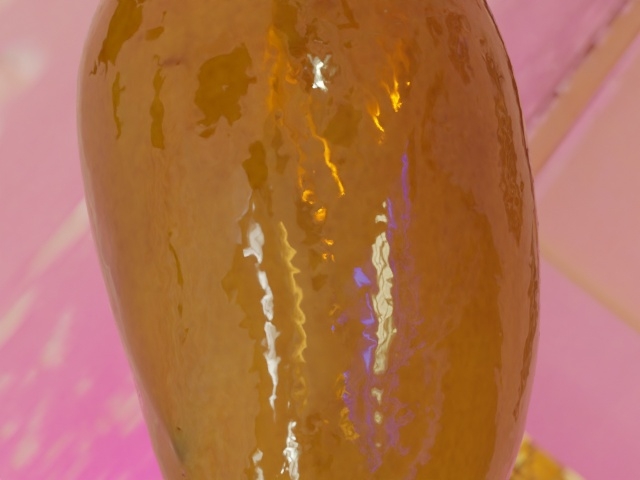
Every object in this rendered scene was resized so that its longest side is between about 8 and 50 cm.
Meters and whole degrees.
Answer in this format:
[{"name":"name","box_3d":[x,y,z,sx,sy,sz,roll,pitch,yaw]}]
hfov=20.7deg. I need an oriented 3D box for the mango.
[{"name":"mango","box_3d":[0.000,0.000,1.021,0.232,0.446,0.300,-18,159,36]}]
